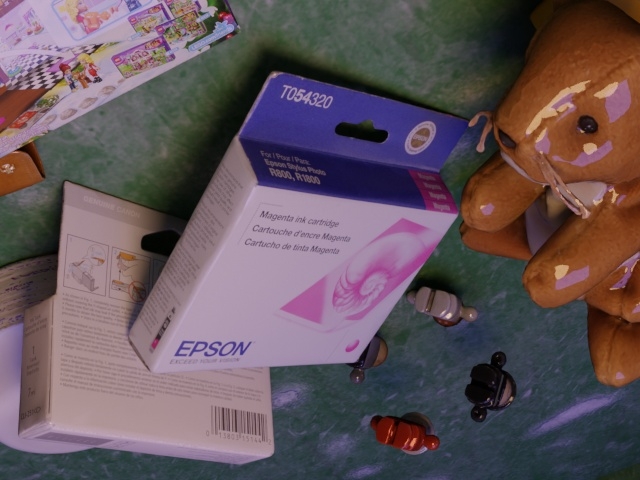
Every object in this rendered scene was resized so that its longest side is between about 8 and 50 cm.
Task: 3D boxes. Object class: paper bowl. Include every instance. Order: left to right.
[{"bbox_3d":[-0.304,0.151,1.203,0.284,0.148,0.284,-11,145,-8],"label":"paper bowl"}]

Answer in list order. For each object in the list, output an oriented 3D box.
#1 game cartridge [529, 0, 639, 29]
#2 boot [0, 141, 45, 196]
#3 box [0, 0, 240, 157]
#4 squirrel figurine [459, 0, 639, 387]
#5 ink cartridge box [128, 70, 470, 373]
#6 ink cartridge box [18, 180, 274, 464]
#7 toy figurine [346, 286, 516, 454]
[{"bbox_3d":[0.413,-0.286,1.003,0.285,0.053,0.324,13,133,-38],"label":"game cartridge"},{"bbox_3d":[-0.364,-0.034,0.944,0.211,0.104,0.295,-11,142,-10],"label":"boot"},{"bbox_3d":[-0.234,-0.183,0.768,0.293,0.057,0.201,-27,134,1],"label":"box"},{"bbox_3d":[0.324,-0.108,0.990,0.397,0.281,0.370,-29,139,-2],"label":"squirrel figurine"},{"bbox_3d":[0.000,0.000,1.072,0.324,0.071,0.330,4,126,-46],"label":"ink cartridge box"},{"bbox_3d":[-0.181,0.101,1.107,0.066,0.261,0.296,-23,150,39],"label":"ink cartridge box"},{"bbox_3d":[0.148,0.180,1.404,0.213,0.209,0.148,-33,160,11],"label":"toy figurine"}]
